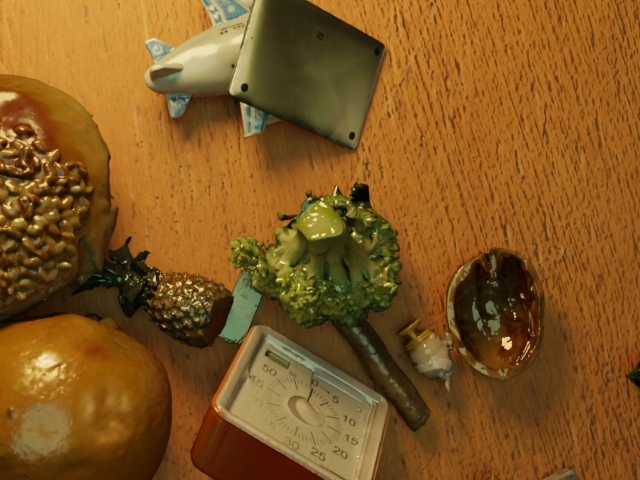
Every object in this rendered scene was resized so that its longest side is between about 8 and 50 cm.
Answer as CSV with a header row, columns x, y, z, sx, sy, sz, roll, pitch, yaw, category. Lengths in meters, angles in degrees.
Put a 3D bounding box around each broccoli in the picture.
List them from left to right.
x,y,z,sx,sy,sz,roll,pitch,yaw,category
0.000,0.000,1.404,0.263,0.243,0.246,19,73,9,broccoli

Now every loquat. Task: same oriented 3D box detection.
x,y,z,sx,sy,sz,roll,pitch,yaw,category
-0.370,0.251,1.306,0.329,0.328,0.328,0,87,-7,loquat

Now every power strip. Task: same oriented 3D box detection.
x,y,z,sx,sy,sz,roll,pitch,yaw,category
-0.122,0.100,1.493,0.051,0.019,0.136,21,85,-3,power strip

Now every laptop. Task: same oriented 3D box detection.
x,y,z,sx,sy,sz,roll,pitch,yaw,category
-0.014,-0.268,1.456,0.269,0.015,0.187,19,86,-40,laptop

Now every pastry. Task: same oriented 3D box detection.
x,y,z,sx,sy,sz,roll,pitch,yaw,category
-0.494,-0.058,1.328,0.410,0.245,0.409,0,81,0,pastry

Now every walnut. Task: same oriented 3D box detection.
x,y,z,sx,sy,sz,roll,pitch,yaw,category
0.270,0.116,1.508,0.167,0.087,0.211,-3,90,-14,walnut

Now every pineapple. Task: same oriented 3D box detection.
x,y,z,sx,sy,sz,roll,pitch,yaw,category
-0.263,0.073,1.440,0.251,0.125,0.125,21,85,6,pineapple

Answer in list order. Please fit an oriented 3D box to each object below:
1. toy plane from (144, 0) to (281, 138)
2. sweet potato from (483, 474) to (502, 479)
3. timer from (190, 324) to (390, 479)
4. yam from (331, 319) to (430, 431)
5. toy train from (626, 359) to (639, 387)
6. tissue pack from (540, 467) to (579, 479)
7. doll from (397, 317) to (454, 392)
x,y,z,sx,sy,sz,roll,pitch,yaw,category
-0.146,-0.285,1.458,0.267,0.123,0.266,1,85,-14,toy plane
0.303,0.511,1.497,0.097,0.097,0.291,-23,100,-8,sweet potato
-0.037,0.271,1.410,0.258,0.161,0.250,31,41,-3,timer
0.094,0.199,1.501,0.057,0.057,0.241,-36,94,-7,yam
0.677,0.252,1.533,0.330,0.138,0.178,34,79,-5,toy train
0.394,0.466,1.526,0.112,0.051,0.156,-25,90,-9,tissue pack
0.185,0.181,1.502,0.084,0.073,0.127,-36,89,-11,doll
